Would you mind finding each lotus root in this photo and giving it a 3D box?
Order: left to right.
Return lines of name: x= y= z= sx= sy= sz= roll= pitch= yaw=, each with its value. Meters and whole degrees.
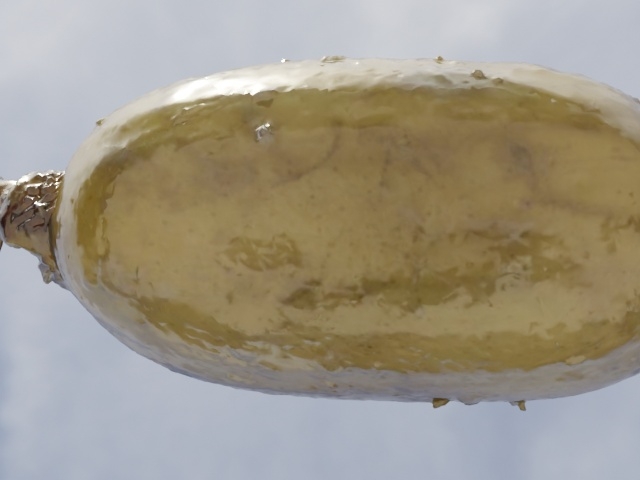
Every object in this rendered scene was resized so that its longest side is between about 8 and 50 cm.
lotus root: x=0.000 y=0.000 z=0.654 sx=0.343 sy=0.169 sz=0.151 roll=-1 pitch=-103 yaw=12
